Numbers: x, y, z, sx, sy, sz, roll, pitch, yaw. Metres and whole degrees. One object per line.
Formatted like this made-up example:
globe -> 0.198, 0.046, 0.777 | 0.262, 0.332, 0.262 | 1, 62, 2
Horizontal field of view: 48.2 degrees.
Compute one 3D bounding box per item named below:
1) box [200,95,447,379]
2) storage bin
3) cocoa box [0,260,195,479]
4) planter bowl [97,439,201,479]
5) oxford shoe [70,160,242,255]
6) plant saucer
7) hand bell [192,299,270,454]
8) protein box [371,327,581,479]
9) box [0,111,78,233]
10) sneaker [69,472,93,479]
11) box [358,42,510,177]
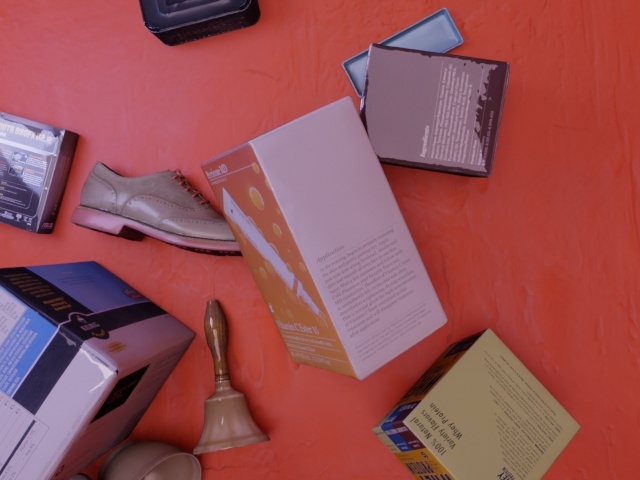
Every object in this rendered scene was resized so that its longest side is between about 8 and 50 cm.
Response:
box -> 0.000, 0.000, 1.032 | 0.168, 0.215, 0.345 | -28, 100, -25
storage bin -> -0.200, -0.405, 1.171 | 0.180, 0.084, 0.122 | -13, 89, 6
cocoa box -> -0.379, 0.185, 1.055 | 0.228, 0.347, 0.231 | 35, 94, 5
planter bowl -> -0.289, 0.391, 1.153 | 0.109, 0.162, 0.162 | 23, 92, 33
oxford shoe -> -0.228, -0.052, 1.157 | 0.348, 0.123, 0.130 | 12, 84, 3
plant saucer -> 0.134, -0.306, 1.173 | 0.192, 0.018, 0.067 | -27, 87, 6
hand bell -> -0.164, 0.217, 1.171 | 0.126, 0.126, 0.242 | -12, 77, 5
protein box -> 0.228, 0.280, 1.066 | 0.201, 0.136, 0.200 | -41, 86, -24
box -> -0.551, -0.128, 1.218 | 0.231, 0.056, 0.183 | 15, 91, 5
sneaker -> -0.398, 0.429, 1.125 | 0.101, 0.106, 0.267 | 28, 126, -1
box -> 0.161, -0.191, 1.085 | 0.203, 0.168, 0.167 | 9, 97, 2
